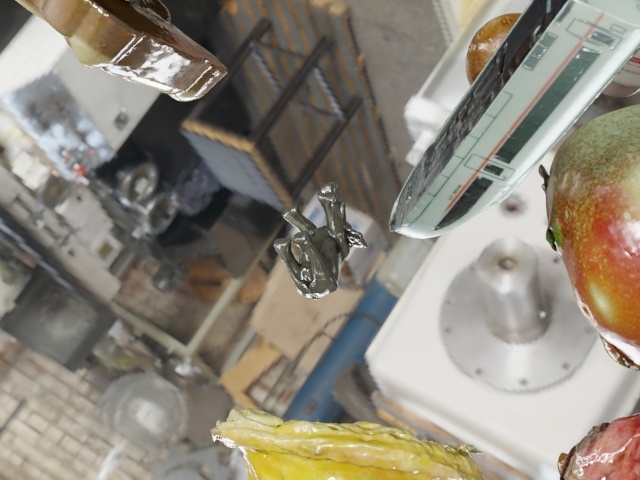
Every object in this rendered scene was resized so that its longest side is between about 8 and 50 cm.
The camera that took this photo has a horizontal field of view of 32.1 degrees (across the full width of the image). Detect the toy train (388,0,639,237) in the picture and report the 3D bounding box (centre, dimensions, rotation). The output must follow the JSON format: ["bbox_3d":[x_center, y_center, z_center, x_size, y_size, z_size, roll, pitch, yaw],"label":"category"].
[{"bbox_3d":[0.174,-0.108,1.038,0.088,0.086,0.407,20,147,-9],"label":"toy train"}]

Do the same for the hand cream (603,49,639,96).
[{"bbox_3d":[0.343,-0.217,1.115,0.133,0.083,0.248,9,170,-2],"label":"hand cream"}]

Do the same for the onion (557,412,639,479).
[{"bbox_3d":[0.373,0.194,0.897,0.385,0.348,0.348,1,149,31],"label":"onion"}]

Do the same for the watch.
[{"bbox_3d":[-0.178,-0.360,1.100,0.335,0.327,0.314,42,-167,26],"label":"watch"}]

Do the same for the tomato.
[{"bbox_3d":[0.399,-0.008,1.262,0.239,0.303,0.303,-25,132,23],"label":"tomato"}]

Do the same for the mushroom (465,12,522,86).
[{"bbox_3d":[0.374,-0.302,1.964,0.231,0.194,0.138,-4,-176,-18],"label":"mushroom"}]

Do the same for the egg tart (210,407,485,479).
[{"bbox_3d":[0.024,0.243,1.147,0.288,0.118,0.288,12,168,3],"label":"egg tart"}]

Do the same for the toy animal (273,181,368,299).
[{"bbox_3d":[-0.004,0.000,1.915,0.114,0.245,0.146,-5,129,39],"label":"toy animal"}]
